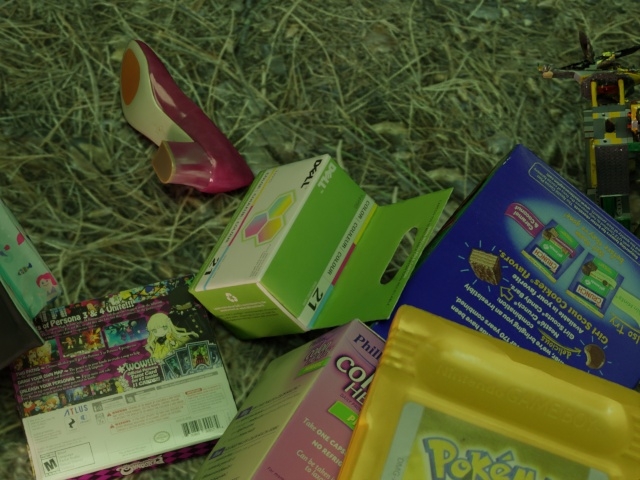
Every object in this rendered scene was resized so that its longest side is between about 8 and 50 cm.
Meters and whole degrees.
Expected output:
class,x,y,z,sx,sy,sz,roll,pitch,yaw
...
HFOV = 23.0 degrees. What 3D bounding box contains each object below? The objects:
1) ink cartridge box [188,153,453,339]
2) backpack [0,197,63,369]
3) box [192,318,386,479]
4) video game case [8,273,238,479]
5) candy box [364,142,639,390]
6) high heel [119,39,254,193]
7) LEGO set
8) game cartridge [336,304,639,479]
class,x,y,z,sx,sy,sz,roll,pitch,yaw
ink cartridge box,0.000,0.000,1.729,0.097,0.255,0.189,44,58,-25
backpack,-0.417,0.028,1.688,0.191,0.225,0.253,-44,30,-25
box,-0.026,0.226,1.597,0.117,0.213,0.243,39,61,-10
video game case,-0.222,0.157,1.742,0.232,0.042,0.210,-15,60,-12
candy box,0.215,0.098,1.725,0.268,0.122,0.317,40,63,2
high heel,-0.167,-0.155,1.931,0.117,0.082,0.244,4,40,-34
LEGO set,0.402,-0.119,1.807,0.255,0.331,0.192,-8,55,16
game cartridge,0.156,0.249,1.477,0.285,0.053,0.324,20,65,1
